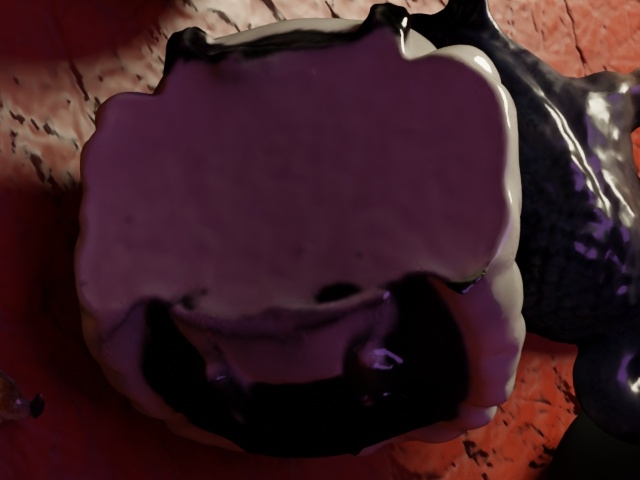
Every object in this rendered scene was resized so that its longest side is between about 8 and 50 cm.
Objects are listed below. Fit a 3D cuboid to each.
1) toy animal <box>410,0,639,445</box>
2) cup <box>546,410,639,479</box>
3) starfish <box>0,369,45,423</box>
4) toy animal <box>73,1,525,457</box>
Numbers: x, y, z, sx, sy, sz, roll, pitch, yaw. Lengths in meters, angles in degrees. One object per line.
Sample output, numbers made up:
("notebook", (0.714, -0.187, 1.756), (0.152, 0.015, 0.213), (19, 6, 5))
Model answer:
("toy animal", (0.144, -0.034, 0.971), (0.185, 0.122, 0.298), (-42, 82, -6))
("cup", (0.236, 0.133, 1.041), (0.169, 0.176, 0.223), (39, 53, -20))
("starfish", (-0.216, 0.054, 0.764), (0.231, 0.048, 0.295), (28, 59, -43))
("toy animal", (0.000, 0.000, 0.885), (0.156, 0.208, 0.204), (57, 29, -65))
